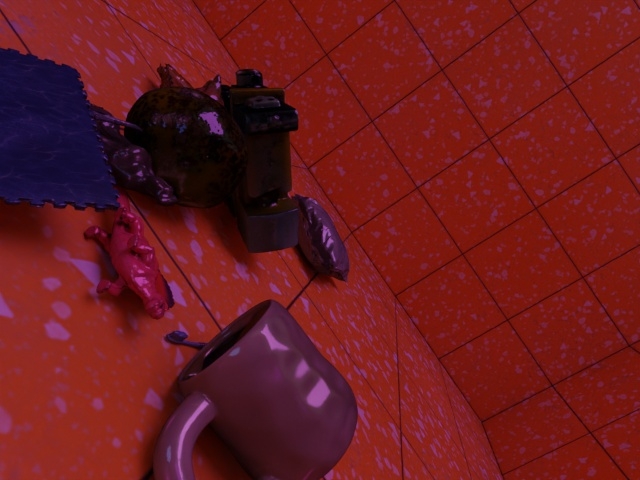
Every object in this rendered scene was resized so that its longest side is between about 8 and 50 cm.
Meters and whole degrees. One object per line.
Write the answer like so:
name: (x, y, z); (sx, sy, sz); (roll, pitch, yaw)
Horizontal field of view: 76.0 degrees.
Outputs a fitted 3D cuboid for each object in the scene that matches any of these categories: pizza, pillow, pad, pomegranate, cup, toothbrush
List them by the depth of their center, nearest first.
pad: (-0.374, -0.141, 0.433); (0.269, 0.012, 0.269); (0, 53, -50)
cup: (-0.067, 0.216, 0.513); (0.202, 0.173, 0.255); (53, 12, -7)
toothbrush: (-0.164, 0.168, 0.639); (0.193, 0.019, 0.013); (42, 17, -52)
pomegranate: (-0.254, -0.193, 0.768); (0.222, 0.203, 0.277); (98, -29, -57)
pizza: (-0.367, -0.372, 1.117); (0.226, 0.086, 0.335); (51, 11, -1)
pillow: (0.000, 0.000, 1.440); (0.310, 0.138, 0.283); (63, 5, 23)

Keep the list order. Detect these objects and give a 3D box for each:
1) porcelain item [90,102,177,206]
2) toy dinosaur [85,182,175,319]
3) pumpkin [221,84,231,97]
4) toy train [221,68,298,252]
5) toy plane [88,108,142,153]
porcelain item: (-0.297, -0.121, 0.616); (0.215, 0.069, 0.081); (41, 12, 16)
toy dinosaur: (-0.262, 0.013, 0.594); (0.286, 0.070, 0.139); (52, -4, 36)
pumpkin: (-0.307, -0.426, 1.372); (0.194, 0.150, 0.194); (38, -1, 1)
toy train: (-0.138, -0.171, 0.933); (0.253, 0.160, 0.397); (-129, -145, -55)
toy plane: (-0.369, -0.175, 0.551); (0.226, 0.058, 0.226); (-10, 57, -44)
